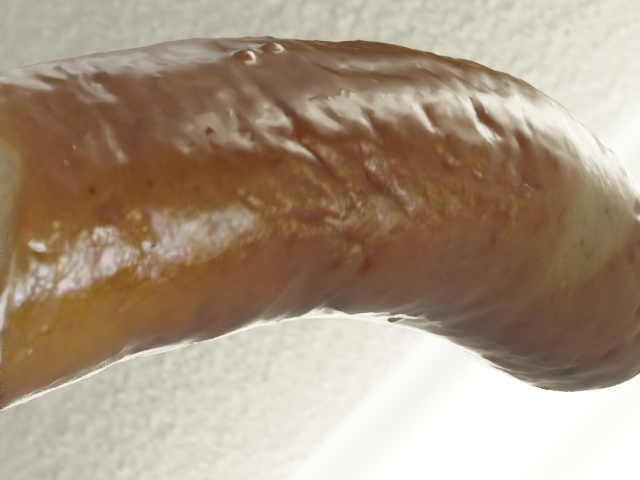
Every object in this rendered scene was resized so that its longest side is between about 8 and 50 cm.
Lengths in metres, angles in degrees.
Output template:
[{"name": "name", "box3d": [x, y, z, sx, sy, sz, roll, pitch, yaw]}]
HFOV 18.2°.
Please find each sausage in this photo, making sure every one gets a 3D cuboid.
[{"name": "sausage", "box3d": [0.003, -0.004, 0.536, 0.076, 0.302, 0.103, 43, -62, 36]}]
